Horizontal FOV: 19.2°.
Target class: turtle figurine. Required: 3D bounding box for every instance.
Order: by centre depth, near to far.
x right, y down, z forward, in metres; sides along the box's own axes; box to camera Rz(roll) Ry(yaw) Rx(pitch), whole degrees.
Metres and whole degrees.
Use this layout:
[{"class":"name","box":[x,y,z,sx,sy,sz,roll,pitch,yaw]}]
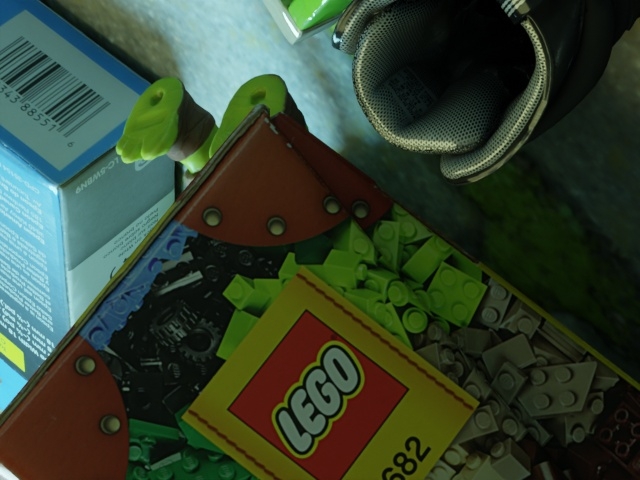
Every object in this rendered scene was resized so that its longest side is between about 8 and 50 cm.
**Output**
[{"class":"turtle figurine","box":[0.000,0.000,1.038,0.269,0.087,0.217,19,155,45]}]

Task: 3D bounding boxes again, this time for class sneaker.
[{"class":"sneaker","box":[0.059,-0.084,0.797,0.101,0.153,0.268,49,151,0]}]

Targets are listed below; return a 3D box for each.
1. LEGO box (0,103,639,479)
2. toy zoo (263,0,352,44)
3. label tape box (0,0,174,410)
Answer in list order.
[{"class":"LEGO box","box":[0.031,0.186,0.970,0.372,0.193,0.500,37,162,3]},{"class":"toy zoo","box":[0.000,-0.226,0.799,0.192,0.030,0.293,58,151,5]},{"class":"label tape box","box":[-0.218,-0.027,1.280,0.240,0.106,0.333,37,150,20]}]
